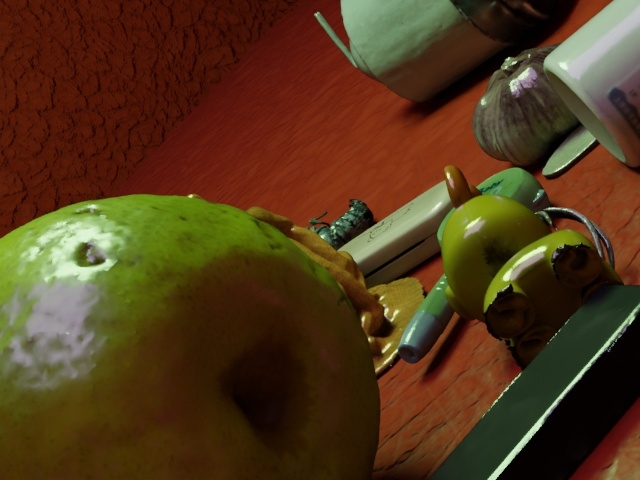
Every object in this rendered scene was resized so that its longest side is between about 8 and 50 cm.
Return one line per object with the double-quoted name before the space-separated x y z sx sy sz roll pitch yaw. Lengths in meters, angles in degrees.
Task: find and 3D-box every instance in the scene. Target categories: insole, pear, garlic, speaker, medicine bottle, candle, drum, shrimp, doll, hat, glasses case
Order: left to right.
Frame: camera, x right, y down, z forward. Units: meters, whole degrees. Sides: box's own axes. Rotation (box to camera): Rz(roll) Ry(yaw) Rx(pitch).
"pear" -0.157 0.150 1.125 0.391 0.391 0.391 -38 14 12
"hat" -0.055 0.041 1.447 0.233 0.233 0.244 -44 13 -5
"shrimp" 0.003 -0.002 1.742 0.174 0.082 0.076 -41 7 -29
"glasses case" 0.085 0.003 1.566 0.196 0.050 0.083 -34 13 26
"candle" 0.164 -0.328 2.034 0.342 0.221 0.221 -35 15 35
"drum" 0.153 0.016 1.350 0.130 0.049 0.253 -32 17 32
"doll" 0.161 0.014 1.176 0.135 0.143 0.221 -41 21 9
"garlic" 0.231 -0.157 1.556 0.159 0.102 0.147 -45 12 -15
"speaker" 0.165 0.122 1.007 0.218 0.044 0.082 -46 15 -17
"insole" 0.299 -0.132 1.490 0.192 0.010 0.063 -46 14 -16
"medicine bottle" 0.334 -0.189 1.313 0.237 0.139 0.139 -40 14 2
